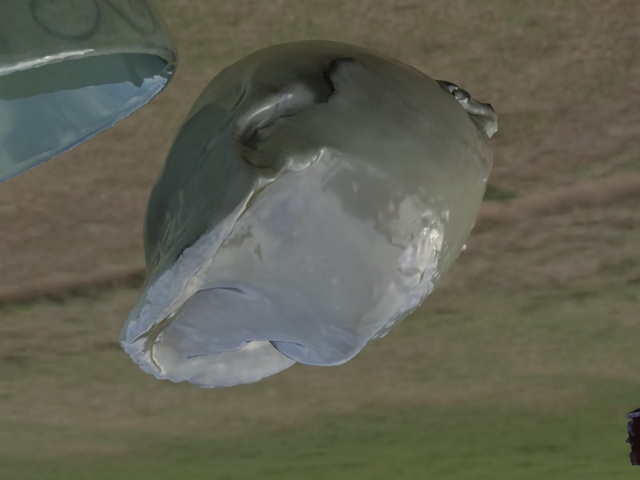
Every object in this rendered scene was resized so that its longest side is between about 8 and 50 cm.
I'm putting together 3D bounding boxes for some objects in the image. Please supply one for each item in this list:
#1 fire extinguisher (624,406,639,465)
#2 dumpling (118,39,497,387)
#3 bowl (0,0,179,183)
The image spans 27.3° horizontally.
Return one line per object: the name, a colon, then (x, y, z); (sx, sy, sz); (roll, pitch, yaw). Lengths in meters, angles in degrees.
fire extinguisher: (0.239, 0.000, 0.327); (0.337, 0.106, 0.147); (-29, 174, -5)
dumpling: (0.002, 0.003, 0.739); (0.243, 0.175, 0.227); (12, 121, -30)
bowl: (-0.234, -0.096, 0.644); (0.307, 0.163, 0.307); (-21, -179, 0)
